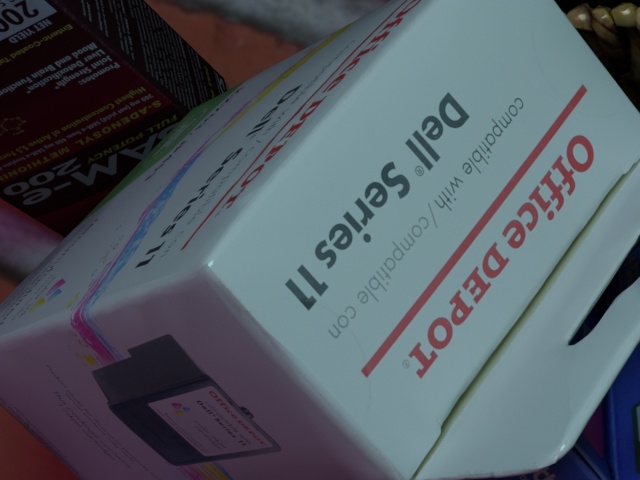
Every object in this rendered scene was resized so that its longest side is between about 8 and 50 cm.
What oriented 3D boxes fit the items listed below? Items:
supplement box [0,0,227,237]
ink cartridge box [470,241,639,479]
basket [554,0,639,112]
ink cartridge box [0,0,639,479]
[{"bbox_3d":[-0.154,-0.089,0.793,0.130,0.239,0.073,-23,63,15],"label":"supplement box"},{"bbox_3d":[0.032,0.090,0.643,0.311,0.065,0.186,-33,18,24],"label":"ink cartridge box"},{"bbox_3d":[0.181,-0.130,0.667,0.299,0.223,0.213,-1,69,23],"label":"basket"},{"bbox_3d":[0.000,0.000,0.617,0.207,0.119,0.353,-50,17,-30],"label":"ink cartridge box"}]
